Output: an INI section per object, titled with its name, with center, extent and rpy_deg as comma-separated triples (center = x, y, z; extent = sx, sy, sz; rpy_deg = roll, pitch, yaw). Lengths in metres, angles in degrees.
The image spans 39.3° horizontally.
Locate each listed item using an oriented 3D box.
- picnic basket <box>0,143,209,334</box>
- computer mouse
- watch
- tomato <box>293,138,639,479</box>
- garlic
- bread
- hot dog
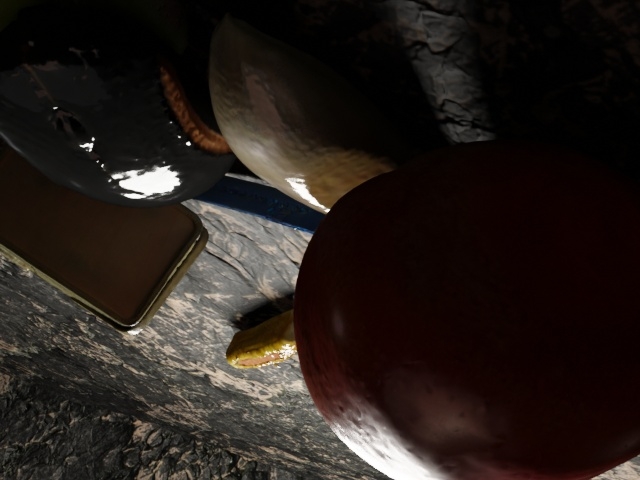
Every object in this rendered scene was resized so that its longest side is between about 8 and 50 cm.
[picnic basket]
center = -0.285, -0.016, 1.087
extent = 0.267, 0.165, 0.139
rpy_deg = 34, 167, -5
[computer mouse]
center = -0.184, -0.103, 0.840
extent = 0.183, 0.116, 0.323
rpy_deg = -11, 163, 15
[watch]
center = -0.003, -0.006, 1.057
extent = 0.275, 0.068, 0.276
rpy_deg = 4, 151, 46
[tomato]
center = 0.146, 0.063, 0.748
extent = 0.325, 0.289, 0.293
rpy_deg = 2, 155, -19
[garlic]
center = 0.000, -0.089, 0.840
extent = 0.143, 0.112, 0.318
rpy_deg = -7, 154, 44
[bread]
center = -0.230, -0.187, 0.800
extent = 0.229, 0.033, 0.228
rpy_deg = 0, 163, 0
[hot dog]
center = -0.086, 0.164, 1.463
extent = 0.061, 0.087, 0.286
rpy_deg = 31, 161, -16
